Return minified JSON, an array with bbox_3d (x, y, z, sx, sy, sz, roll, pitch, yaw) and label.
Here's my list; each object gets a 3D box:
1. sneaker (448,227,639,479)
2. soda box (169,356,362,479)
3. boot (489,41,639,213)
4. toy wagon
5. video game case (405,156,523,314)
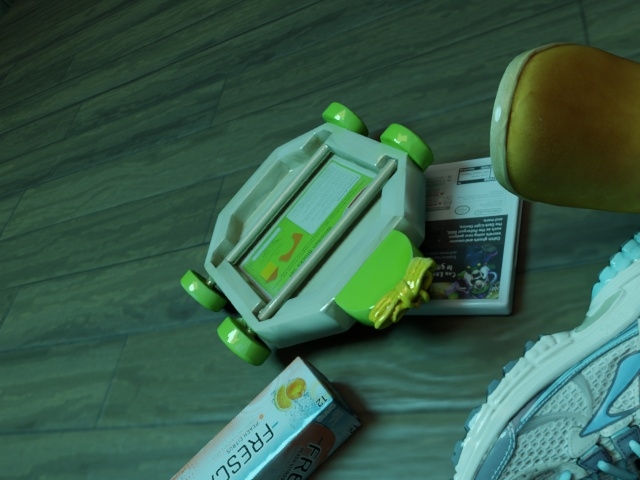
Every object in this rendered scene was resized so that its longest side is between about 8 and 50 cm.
[{"bbox_3d":[0.195,0.106,0.379,0.283,0.110,0.122,-47,47,-8],"label":"sneaker"},{"bbox_3d":[-0.055,0.191,0.517,0.183,0.058,0.063,-44,43,-3],"label":"soda box"},{"bbox_3d":[0.256,-0.057,0.363,0.211,0.295,0.104,18,106,41],"label":"boot"},{"bbox_3d":[0.000,0.000,0.596,0.267,0.068,0.344,-50,36,-3],"label":"toy wagon"},{"bbox_3d":[0.101,-0.005,0.598,0.190,0.022,0.173,-4,53,31],"label":"video game case"}]
